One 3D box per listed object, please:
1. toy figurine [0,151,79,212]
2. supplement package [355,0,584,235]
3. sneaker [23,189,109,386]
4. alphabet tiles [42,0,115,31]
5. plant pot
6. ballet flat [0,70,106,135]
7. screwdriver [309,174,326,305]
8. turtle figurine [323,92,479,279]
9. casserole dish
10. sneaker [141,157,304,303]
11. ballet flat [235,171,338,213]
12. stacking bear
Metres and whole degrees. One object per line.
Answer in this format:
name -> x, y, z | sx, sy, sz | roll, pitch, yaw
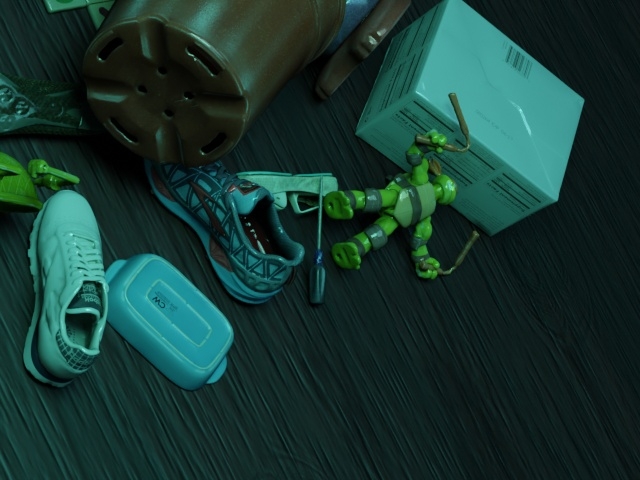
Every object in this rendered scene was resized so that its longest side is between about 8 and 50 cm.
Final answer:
toy figurine -> -0.443, -0.158, 1.624 | 0.363, 0.191, 0.217 | 7, 68, -36
supplement package -> 0.214, -0.175, 2.183 | 0.262, 0.145, 0.204 | 36, 51, -19
sneaker -> -0.272, 0.044, 1.734 | 0.090, 0.095, 0.235 | 12, 60, -31
alphabet tiles -> -0.281, -0.418, 2.010 | 0.285, 0.011, 0.342 | -19, 81, -42
plant pot -> -0.136, -0.240, 1.822 | 0.272, 0.272, 0.265 | 41, 42, -14
ballet flat -> -0.353, -0.160, 1.805 | 0.250, 0.058, 0.084 | 1, 90, -31
screwdriver -> 0.000, 0.000, 1.991 | 0.025, 0.024, 0.170 | 24, 66, -55
turtle figurine -> 0.107, -0.058, 2.049 | 0.217, 0.087, 0.269 | -20, 125, -32
casserole dish -> -0.175, 0.091, 1.825 | 0.188, 0.037, 0.114 | 44, 48, -11
sneaker -> -0.108, -0.054, 1.887 | 0.262, 0.125, 0.104 | 53, 47, -4
ballet flat -> -0.041, -0.061, 1.992 | 0.168, 0.057, 0.052 | -1, 79, -38
stacking bear -> -0.034, -0.360, 2.083 | 0.289, 0.175, 0.164 | 41, 51, -5
